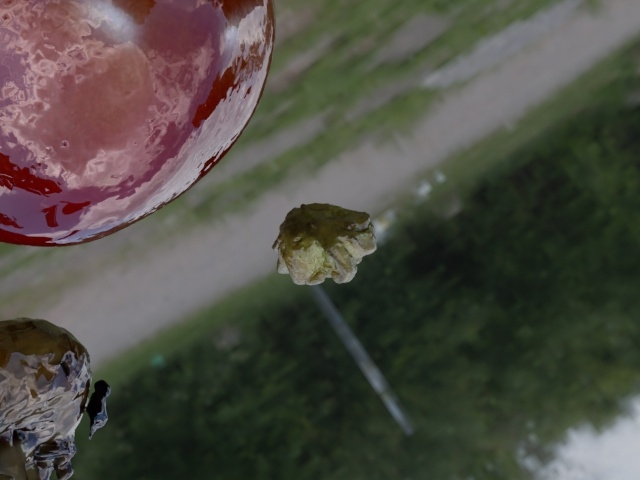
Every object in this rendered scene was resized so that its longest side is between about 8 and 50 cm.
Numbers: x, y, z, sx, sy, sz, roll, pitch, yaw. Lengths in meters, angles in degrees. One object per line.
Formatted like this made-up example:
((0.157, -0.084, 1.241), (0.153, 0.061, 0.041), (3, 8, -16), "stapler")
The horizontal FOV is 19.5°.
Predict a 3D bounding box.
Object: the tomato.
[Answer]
((-0.173, -0.117, 1.073), (0.226, 0.298, 0.298), (-67, 163, 13), "tomato")

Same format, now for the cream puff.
((0.000, 0.000, 1.483), (0.083, 0.083, 0.058), (-50, 143, -1), "cream puff")

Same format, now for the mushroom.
((-0.271, 0.129, 1.254), (0.195, 0.263, 0.283), (-47, 147, 23), "mushroom")
